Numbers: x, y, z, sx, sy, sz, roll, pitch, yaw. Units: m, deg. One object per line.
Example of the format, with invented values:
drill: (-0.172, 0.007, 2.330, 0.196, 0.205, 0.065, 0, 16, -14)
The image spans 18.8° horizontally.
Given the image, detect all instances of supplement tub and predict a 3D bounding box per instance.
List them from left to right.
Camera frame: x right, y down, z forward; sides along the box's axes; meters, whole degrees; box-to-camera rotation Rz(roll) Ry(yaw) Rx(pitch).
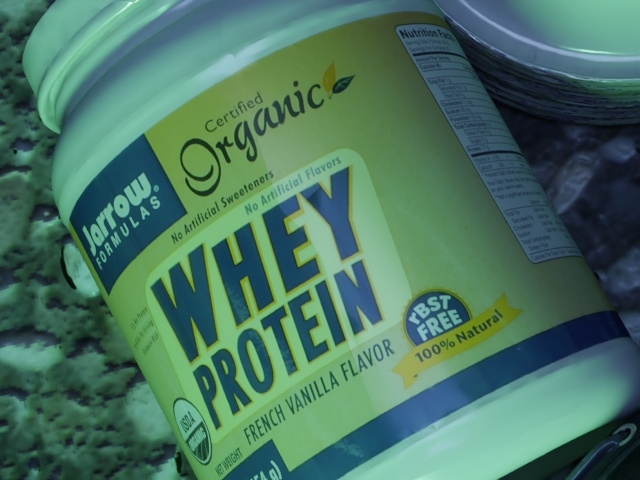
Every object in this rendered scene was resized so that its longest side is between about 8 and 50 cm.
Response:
supplement tub: (0.000, 0.000, 1.001, 0.228, 0.228, 0.316, -28, 77, -4)

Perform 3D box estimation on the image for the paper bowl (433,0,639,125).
paper bowl: (0.165, -0.218, 1.089, 0.284, 0.148, 0.284, -1, 75, 2)

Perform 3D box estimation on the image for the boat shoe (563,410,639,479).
boat shoe: (0.102, 0.288, 0.929, 0.187, 0.156, 0.500, 25, 101, -22)
